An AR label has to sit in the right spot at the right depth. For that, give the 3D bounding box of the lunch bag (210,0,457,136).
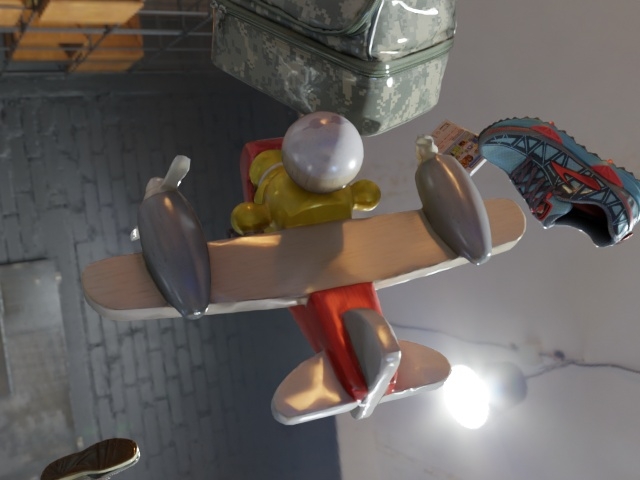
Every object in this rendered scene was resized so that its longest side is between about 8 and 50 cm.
[{"bbox_3d":[0.014,-0.310,0.883,0.305,0.212,0.256,35,-48,29],"label":"lunch bag"}]

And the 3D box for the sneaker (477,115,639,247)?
[{"bbox_3d":[0.339,-0.083,1.035,0.261,0.125,0.104,29,-29,12],"label":"sneaker"}]

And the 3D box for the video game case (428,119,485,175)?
[{"bbox_3d":[0.255,-0.174,1.327,0.122,0.087,0.011,33,-24,31],"label":"video game case"}]

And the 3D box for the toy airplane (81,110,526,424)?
[{"bbox_3d":[0.000,0.000,0.777,0.384,0.386,0.273,18,-54,20],"label":"toy airplane"}]

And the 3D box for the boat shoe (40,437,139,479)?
[{"bbox_3d":[-0.329,0.331,1.041,0.056,0.152,0.049,-94,164,-54],"label":"boat shoe"}]
